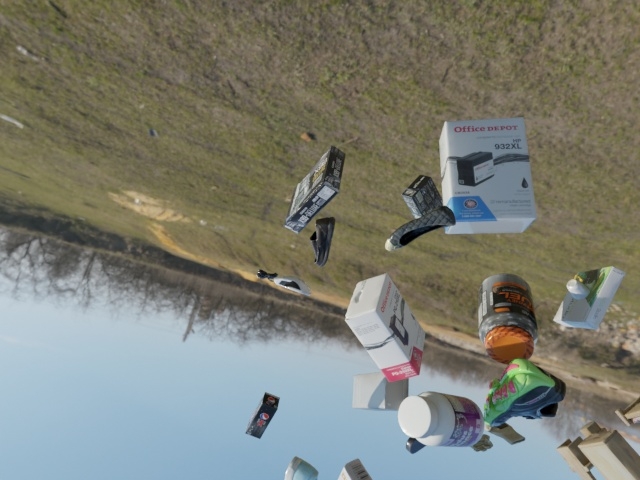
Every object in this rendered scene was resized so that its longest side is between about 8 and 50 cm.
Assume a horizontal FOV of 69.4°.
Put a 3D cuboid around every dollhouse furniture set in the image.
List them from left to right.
[{"bbox_3d":[0.782,0.434,1.046,0.173,0.356,0.303,54,161,22],"label":"dollhouse furniture set"}]

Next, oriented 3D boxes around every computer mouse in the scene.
[{"bbox_3d":[-0.106,0.126,1.450,0.193,0.042,0.106,15,173,32],"label":"computer mouse"}]

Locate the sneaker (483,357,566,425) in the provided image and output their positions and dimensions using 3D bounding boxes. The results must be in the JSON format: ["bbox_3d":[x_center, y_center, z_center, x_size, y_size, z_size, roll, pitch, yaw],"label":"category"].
[{"bbox_3d":[0.691,0.558,1.589,0.202,0.185,0.482,18,155,15],"label":"sneaker"}]

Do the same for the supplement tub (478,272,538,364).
[{"bbox_3d":[0.715,0.297,1.777,0.207,0.207,0.338,17,-144,6],"label":"supplement tub"}]

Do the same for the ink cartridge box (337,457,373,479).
[{"bbox_3d":[0.128,0.820,1.267,0.072,0.307,0.303,-12,-138,-33],"label":"ink cartridge box"}]

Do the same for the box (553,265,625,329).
[{"bbox_3d":[1.024,0.223,1.779,0.059,0.232,0.322,28,176,10],"label":"box"}]

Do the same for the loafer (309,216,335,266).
[{"bbox_3d":[0.000,0.000,1.635,0.079,0.080,0.220,12,128,1],"label":"loafer"}]

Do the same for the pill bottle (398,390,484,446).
[{"bbox_3d":[0.395,0.589,1.523,0.302,0.169,0.169,23,171,-39],"label":"pill bottle"}]

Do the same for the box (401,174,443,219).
[{"bbox_3d":[0.499,-0.203,2.250,0.078,0.147,0.180,27,160,53],"label":"box"}]

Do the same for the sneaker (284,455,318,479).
[{"bbox_3d":[-0.067,1.070,1.938,0.150,0.135,0.365,18,128,26],"label":"sneaker"}]

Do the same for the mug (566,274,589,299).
[{"bbox_3d":[0.930,0.168,1.685,0.064,0.062,0.078,39,-151,-20],"label":"mug"}]

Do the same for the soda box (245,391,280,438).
[{"bbox_3d":[-0.196,0.594,1.567,0.060,0.168,0.053,24,-152,-7],"label":"soda box"}]

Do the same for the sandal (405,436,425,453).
[{"bbox_3d":[0.422,0.736,1.787,0.255,0.097,0.054,-6,-159,-34],"label":"sandal"}]

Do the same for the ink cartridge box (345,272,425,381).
[{"bbox_3d":[0.184,0.236,1.269,0.100,0.172,0.237,-24,110,29],"label":"ink cartridge box"}]

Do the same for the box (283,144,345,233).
[{"bbox_3d":[-0.023,-0.205,1.885,0.077,0.242,0.307,29,136,-19],"label":"box"}]

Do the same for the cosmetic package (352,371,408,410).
[{"bbox_3d":[0.210,0.540,1.648,0.107,0.127,0.238,16,158,-23],"label":"cosmetic package"}]

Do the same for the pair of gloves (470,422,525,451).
[{"bbox_3d":[0.715,0.828,1.976,0.240,0.042,0.204,-11,180,-6],"label":"pair of gloves"}]

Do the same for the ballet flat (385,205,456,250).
[{"bbox_3d":[0.217,-0.019,1.028,0.173,0.049,0.057,-32,150,27],"label":"ballet flat"}]

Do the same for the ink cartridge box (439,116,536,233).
[{"bbox_3d":[0.467,-0.183,1.317,0.223,0.307,0.129,-1,163,7],"label":"ink cartridge box"}]
